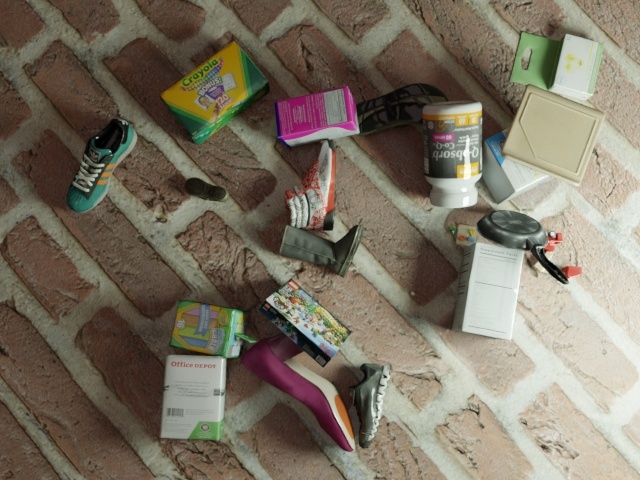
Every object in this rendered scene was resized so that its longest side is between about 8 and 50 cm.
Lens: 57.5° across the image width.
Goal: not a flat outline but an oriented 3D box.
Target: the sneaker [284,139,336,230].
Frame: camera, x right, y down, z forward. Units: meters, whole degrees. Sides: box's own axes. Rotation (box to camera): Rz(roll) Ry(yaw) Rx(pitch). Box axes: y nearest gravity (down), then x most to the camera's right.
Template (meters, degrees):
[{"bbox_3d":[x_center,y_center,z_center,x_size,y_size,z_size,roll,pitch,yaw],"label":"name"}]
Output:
[{"bbox_3d":[-0.030,-0.163,1.683,0.144,0.090,0.270,2,84,-2],"label":"sneaker"}]

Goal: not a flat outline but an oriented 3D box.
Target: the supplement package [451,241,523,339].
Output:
[{"bbox_3d":[0.459,0.141,1.612,0.139,0.134,0.244,11,82,2],"label":"supplement package"}]

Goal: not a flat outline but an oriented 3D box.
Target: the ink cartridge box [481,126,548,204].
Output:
[{"bbox_3d":[0.585,-0.239,1.650,0.232,0.168,0.171,-26,81,-4],"label":"ink cartridge box"}]

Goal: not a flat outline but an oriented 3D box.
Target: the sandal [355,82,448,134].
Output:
[{"bbox_3d":[0.226,-0.383,1.723,0.302,0.086,0.120,-8,87,14],"label":"sandal"}]

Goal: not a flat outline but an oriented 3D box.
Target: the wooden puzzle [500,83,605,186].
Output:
[{"bbox_3d":[0.615,-0.280,1.553,0.220,0.044,0.239,23,76,5],"label":"wooden puzzle"}]

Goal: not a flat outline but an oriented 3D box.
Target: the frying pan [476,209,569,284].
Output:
[{"bbox_3d":[0.528,0.000,1.563,0.197,0.326,0.053,6,119,1],"label":"frying pan"}]

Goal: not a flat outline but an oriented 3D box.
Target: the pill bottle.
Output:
[{"bbox_3d":[0.366,-0.240,1.618,0.162,0.162,0.279,-6,107,0],"label":"pill bottle"}]

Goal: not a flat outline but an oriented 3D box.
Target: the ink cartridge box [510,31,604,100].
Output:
[{"bbox_3d":[0.709,-0.533,1.752,0.235,0.056,0.171,16,83,1],"label":"ink cartridge box"}]

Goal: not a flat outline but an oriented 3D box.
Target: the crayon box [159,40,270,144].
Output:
[{"bbox_3d":[-0.309,-0.436,1.730,0.278,0.081,0.165,-38,83,-5],"label":"crayon box"}]

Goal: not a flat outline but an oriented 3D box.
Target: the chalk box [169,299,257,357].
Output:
[{"bbox_3d":[-0.277,0.243,1.586,0.212,0.132,0.132,8,81,12],"label":"chalk box"}]

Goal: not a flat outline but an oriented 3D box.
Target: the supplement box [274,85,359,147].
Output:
[{"bbox_3d":[-0.009,-0.351,1.677,0.219,0.111,0.114,-8,82,13],"label":"supplement box"}]

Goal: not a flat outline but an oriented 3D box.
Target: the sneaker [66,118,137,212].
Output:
[{"bbox_3d":[-0.648,-0.223,1.681,0.108,0.121,0.302,28,83,5],"label":"sneaker"}]

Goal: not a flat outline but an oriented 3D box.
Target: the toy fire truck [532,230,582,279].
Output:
[{"bbox_3d":[0.641,0.041,1.669,0.191,0.047,0.135,1,81,0],"label":"toy fire truck"}]

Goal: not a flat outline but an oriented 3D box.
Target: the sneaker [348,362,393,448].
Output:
[{"bbox_3d":[0.122,0.444,1.602,0.106,0.078,0.234,15,78,5],"label":"sneaker"}]

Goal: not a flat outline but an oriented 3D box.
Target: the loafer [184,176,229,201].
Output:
[{"bbox_3d":[-0.330,-0.141,1.705,0.148,0.050,0.056,22,79,19],"label":"loafer"}]

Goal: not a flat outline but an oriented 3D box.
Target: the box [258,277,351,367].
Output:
[{"bbox_3d":[-0.038,0.220,1.594,0.233,0.159,0.044,41,119,6],"label":"box"}]

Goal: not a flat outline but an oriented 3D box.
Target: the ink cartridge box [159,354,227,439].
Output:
[{"bbox_3d":[-0.343,0.423,1.597,0.160,0.092,0.220,3,81,0],"label":"ink cartridge box"}]

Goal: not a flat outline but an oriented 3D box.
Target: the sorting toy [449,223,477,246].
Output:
[{"bbox_3d":[0.413,-0.016,1.697,0.083,0.012,0.062,10,82,2],"label":"sorting toy"}]

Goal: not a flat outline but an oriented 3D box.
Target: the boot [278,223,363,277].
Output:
[{"bbox_3d":[0.000,0.000,1.642,0.208,0.076,0.190,26,117,7],"label":"boot"}]

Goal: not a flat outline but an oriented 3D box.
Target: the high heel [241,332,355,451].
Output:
[{"bbox_3d":[-0.056,0.431,1.599,0.181,0.127,0.377,-32,80,11],"label":"high heel"}]
